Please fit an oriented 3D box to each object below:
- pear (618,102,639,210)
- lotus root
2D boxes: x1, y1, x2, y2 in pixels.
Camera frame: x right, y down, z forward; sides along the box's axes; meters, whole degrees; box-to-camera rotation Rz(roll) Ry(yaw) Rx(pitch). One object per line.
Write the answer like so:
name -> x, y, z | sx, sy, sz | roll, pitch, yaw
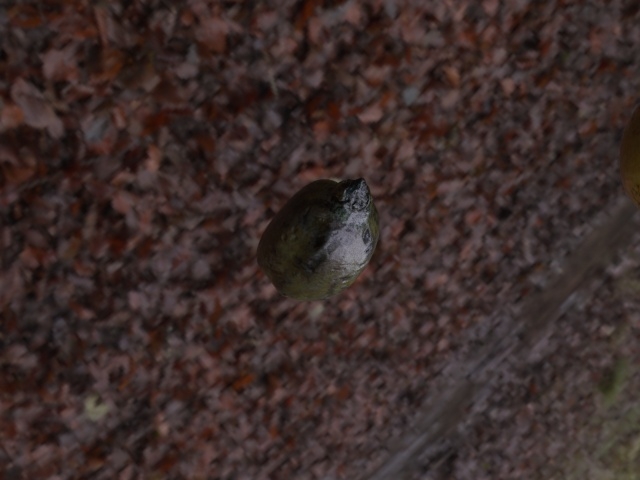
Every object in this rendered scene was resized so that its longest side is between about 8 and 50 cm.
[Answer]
pear -> 0.355, -0.075, 0.945 | 0.178, 0.178, 0.178 | -33, 152, -20
lotus root -> 0.000, 0.000, 0.525 | 0.099, 0.054, 0.049 | -51, -164, 58
